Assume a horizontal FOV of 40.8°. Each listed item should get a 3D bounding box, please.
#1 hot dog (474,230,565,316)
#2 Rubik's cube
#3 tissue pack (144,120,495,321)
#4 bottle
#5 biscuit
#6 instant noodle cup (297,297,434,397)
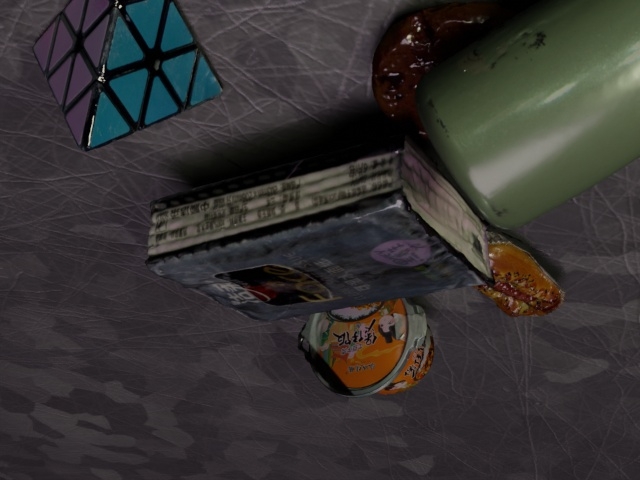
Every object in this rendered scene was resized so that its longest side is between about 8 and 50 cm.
[{"bbox_3d":[0.250,0.051,1.157,0.191,0.059,0.108,32,142,-32],"label":"hot dog"},{"bbox_3d":[-0.235,-0.154,0.873,0.190,0.178,0.211,-6,141,24],"label":"Rubik's cube"},{"bbox_3d":[0.000,0.000,1.055,0.361,0.122,0.259,-12,151,27],"label":"tissue pack"},{"bbox_3d":[0.261,-0.156,0.734,0.347,0.168,0.168,-31,131,21],"label":"bottle"},{"bbox_3d":[0.144,-0.170,0.883,0.192,0.049,0.192,6,151,3],"label":"biscuit"},{"bbox_3d":[0.086,0.150,1.245,0.208,0.178,0.125,7,164,39],"label":"instant noodle cup"}]
